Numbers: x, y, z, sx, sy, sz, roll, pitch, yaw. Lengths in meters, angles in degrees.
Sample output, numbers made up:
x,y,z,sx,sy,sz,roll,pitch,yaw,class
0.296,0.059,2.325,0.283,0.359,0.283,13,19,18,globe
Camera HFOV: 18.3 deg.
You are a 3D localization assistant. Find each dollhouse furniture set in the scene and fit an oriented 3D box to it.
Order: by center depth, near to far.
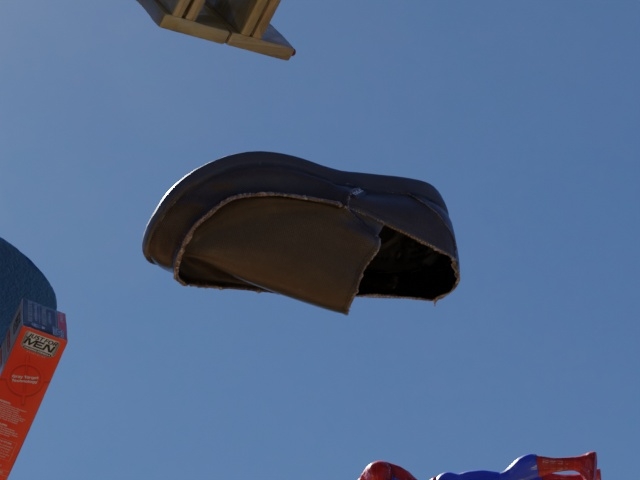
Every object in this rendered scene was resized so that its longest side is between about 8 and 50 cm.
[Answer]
x,y,z,sx,sy,sz,roll,pitch,yaw,class
-0.083,-0.245,1.497,0.129,0.184,0.129,12,-64,-41,dollhouse furniture set

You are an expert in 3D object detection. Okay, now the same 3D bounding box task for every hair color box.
x,y,z,sx,sy,sz,roll,pitch,yaw,class
-0.259,0.128,1.674,0.043,0.072,0.141,21,-76,-14,hair color box

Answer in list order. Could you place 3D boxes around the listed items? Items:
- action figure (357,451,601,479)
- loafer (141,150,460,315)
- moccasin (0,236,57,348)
x,y,z,sx,sy,sz,roll,pitch,yaw,class
0.140,0.287,2.009,0.280,0.139,0.091,-2,-28,13,action figure
0.000,0.000,1.954,0.366,0.130,0.134,-2,-51,-34,loafer
-0.398,0.010,1.826,0.342,0.138,0.117,28,-8,-37,moccasin
